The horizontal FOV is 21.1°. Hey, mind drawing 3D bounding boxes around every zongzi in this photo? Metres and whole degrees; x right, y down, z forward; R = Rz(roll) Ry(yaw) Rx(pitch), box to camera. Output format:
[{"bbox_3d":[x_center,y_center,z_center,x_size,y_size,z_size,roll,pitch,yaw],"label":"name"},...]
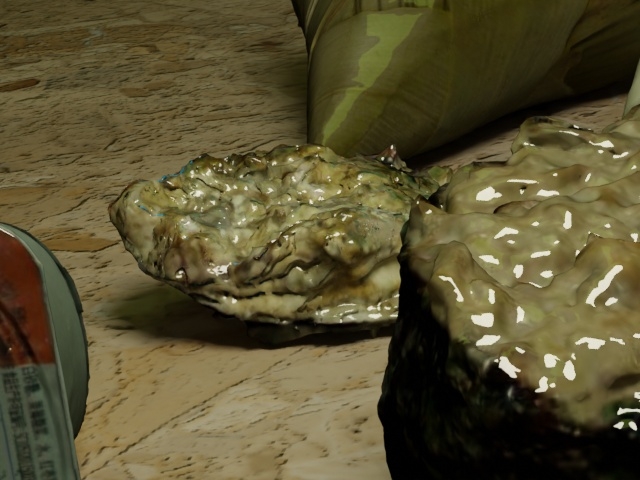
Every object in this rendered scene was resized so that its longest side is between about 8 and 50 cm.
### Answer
[{"bbox_3d":[0.194,-0.156,1.314,0.447,0.181,0.418,-2,35,3],"label":"zongzi"}]

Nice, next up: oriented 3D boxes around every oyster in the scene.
[{"bbox_3d":[0.002,-0.008,1.048,0.259,0.092,0.198,-7,23,-10],"label":"oyster"}]

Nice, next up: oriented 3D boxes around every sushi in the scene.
[{"bbox_3d":[0.178,0.032,0.747,0.350,0.171,0.211,-20,25,-30],"label":"sushi"}]

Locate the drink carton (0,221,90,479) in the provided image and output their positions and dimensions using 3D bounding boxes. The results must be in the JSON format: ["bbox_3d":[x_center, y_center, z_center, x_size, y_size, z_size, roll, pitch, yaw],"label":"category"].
[{"bbox_3d":[-0.191,0.077,0.756,0.185,0.191,0.189,-10,10,-2],"label":"drink carton"}]

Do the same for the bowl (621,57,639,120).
[{"bbox_3d":[0.312,-0.112,0.960,0.277,0.145,0.277,7,-9,1],"label":"bowl"}]
